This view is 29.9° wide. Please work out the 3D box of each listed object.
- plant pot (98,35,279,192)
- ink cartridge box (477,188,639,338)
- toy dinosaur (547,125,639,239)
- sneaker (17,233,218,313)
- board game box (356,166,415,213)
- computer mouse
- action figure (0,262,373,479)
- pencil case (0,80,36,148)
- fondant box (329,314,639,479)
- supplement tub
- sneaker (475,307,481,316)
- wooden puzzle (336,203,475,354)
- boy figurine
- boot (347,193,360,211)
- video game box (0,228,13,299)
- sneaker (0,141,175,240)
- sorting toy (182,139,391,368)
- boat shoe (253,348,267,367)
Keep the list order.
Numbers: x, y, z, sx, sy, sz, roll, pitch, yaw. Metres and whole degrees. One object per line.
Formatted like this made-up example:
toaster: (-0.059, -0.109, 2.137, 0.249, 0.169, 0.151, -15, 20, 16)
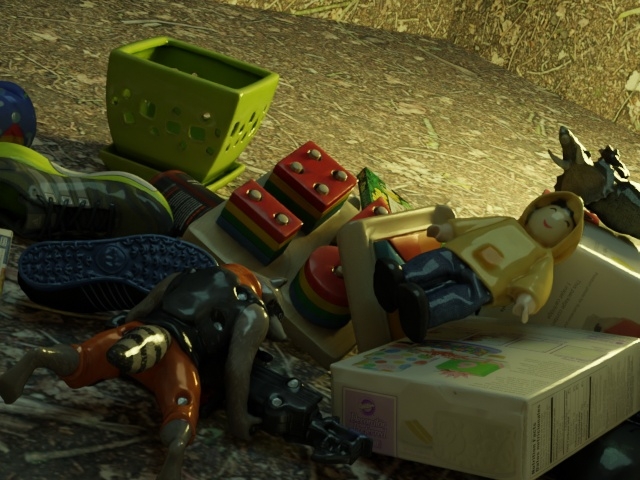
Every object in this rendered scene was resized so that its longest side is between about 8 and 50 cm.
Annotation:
plant pot: (-0.222, -0.195, 1.951, 0.228, 0.207, 0.227, 21, 20, 9)
ink cartridge box: (0.436, 0.103, 1.654, 0.385, 0.160, 0.279, 29, 17, 7)
toy dinosaur: (0.445, -0.046, 1.697, 0.313, 0.121, 0.160, 32, 27, 0)
sneaker: (-0.237, 0.044, 1.411, 0.232, 0.081, 0.090, 4, -22, -9)
board game box: (0.122, -0.037, 2.001, 0.136, 0.030, 0.259, 37, 15, -14)
computer mouse: (0.364, 0.245, 1.441, 0.188, 0.072, 0.272, 26, 21, 22)
action figure: (-0.107, 0.125, 1.227, 0.341, 0.178, 0.330, 19, 29, 16)
pencil case: (-0.569, -0.184, 1.753, 0.306, 0.119, 0.133, -3, 57, -46)
fondant box: (0.198, 0.169, 1.372, 0.238, 0.096, 0.330, 6, 9, 34)
supplement tub: (-0.164, -0.015, 1.657, 0.106, 0.106, 0.198, -3, 27, -44)
sneaker: (0.222, 0.103, 1.760, 0.075, 0.057, 0.161, 10, 13, 34)
wooden puzzle: (0.124, 0.071, 1.523, 0.044, 0.221, 0.239, -10, 1, 39)
boy figurine: (0.211, 0.028, 1.437, 0.285, 0.092, 0.177, -22, 49, -20)
boot: (-0.024, -0.064, 1.964, 0.190, 0.069, 0.086, -5, 34, -46)
video game box: (-0.459, 0.025, 1.387, 0.187, 0.048, 0.205, 9, 20, -14)
sneaker: (-0.343, -0.038, 1.605, 0.300, 0.111, 0.121, 13, 29, 6)
sorting toy: (0.000, 0.000, 1.571, 0.255, 0.089, 0.257, 41, 40, 9)
boat shoe: (-0.131, 0.096, 1.427, 0.080, 0.073, 0.223, 2, 24, -36)
